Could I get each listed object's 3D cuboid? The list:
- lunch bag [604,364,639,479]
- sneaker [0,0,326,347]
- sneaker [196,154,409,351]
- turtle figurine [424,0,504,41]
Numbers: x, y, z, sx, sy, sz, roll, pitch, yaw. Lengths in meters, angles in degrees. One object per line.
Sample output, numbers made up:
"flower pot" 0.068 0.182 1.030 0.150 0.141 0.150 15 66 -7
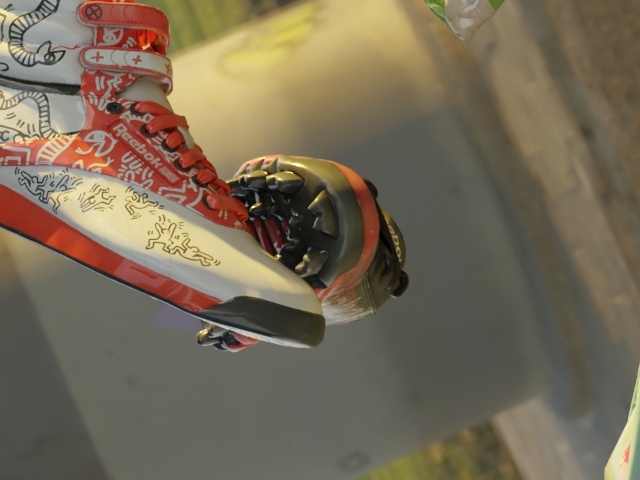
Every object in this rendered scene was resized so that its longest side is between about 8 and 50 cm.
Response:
"lunch bag" 0.262 0.144 1.032 0.160 0.223 0.262 84 -161 -59
"sneaker" -0.096 -0.051 1.039 0.270 0.145 0.090 23 177 22
"sneaker" 0.000 0.000 1.212 0.276 0.135 0.098 139 117 -70
"turtle figurine" 0.189 -0.330 1.798 0.274 0.266 0.198 15 -135 -55
